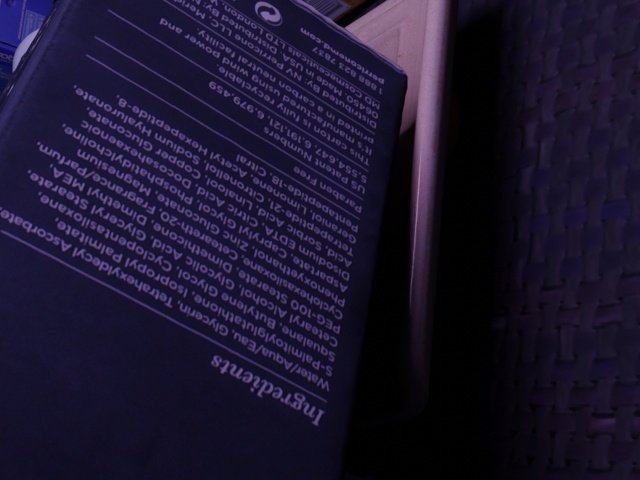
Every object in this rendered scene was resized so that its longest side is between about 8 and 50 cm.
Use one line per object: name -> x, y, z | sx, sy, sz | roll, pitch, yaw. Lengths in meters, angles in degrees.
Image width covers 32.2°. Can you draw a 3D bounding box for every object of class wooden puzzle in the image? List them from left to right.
wooden puzzle -> 0.000, 0.000, 0.816 | 0.348, 0.080, 0.322 | -28, 48, 52

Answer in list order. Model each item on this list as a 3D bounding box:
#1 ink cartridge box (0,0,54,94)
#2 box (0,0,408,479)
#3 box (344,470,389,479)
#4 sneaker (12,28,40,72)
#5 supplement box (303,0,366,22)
ink cartridge box -> -0.530, -0.367, 1.747 | 0.395, 0.151, 0.270 | -25, 56, 48
box -> -0.134, 0.059, 0.625 | 0.293, 0.212, 0.395 | -43, 26, 41
box -> -0.014, 0.250, 0.707 | 0.036, 0.114, 0.207 | -23, 57, 51
sneaker -> -0.328, -0.124, 1.360 | 0.366, 0.135, 0.150 | -41, 52, 53
supplement box -> -0.048, -0.212, 0.980 | 0.233, 0.080, 0.078 | -24, 54, 42
